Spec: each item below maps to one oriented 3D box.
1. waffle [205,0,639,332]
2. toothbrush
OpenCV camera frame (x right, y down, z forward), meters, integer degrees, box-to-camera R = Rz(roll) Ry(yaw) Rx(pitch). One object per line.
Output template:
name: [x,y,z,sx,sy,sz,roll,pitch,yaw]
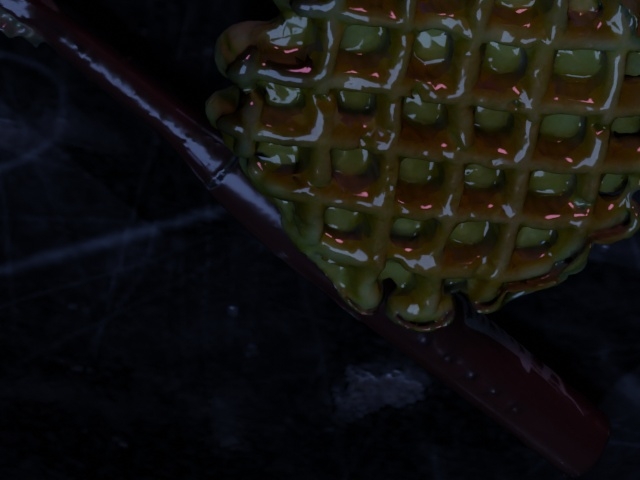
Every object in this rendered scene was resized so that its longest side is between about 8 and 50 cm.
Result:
waffle: [0.053,-0.047,0.630,0.169,0.036,0.183,-30,123,16]
toothbrush: [0.001,-0.001,0.694,0.364,0.041,0.041,38,128,-27]
